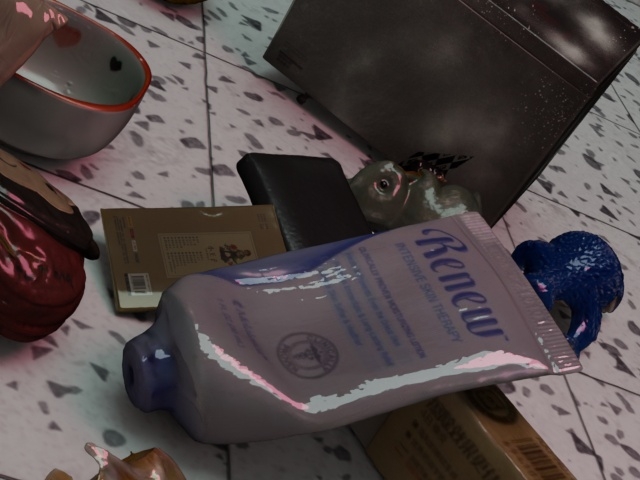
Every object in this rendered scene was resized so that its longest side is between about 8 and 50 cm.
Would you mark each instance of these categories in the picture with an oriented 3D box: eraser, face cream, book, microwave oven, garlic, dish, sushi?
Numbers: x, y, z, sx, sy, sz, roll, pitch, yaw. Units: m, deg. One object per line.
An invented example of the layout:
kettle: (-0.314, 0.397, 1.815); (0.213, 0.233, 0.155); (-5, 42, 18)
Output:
eraser: (0.154, 0.235, 1.326); (0.078, 0.144, 0.343); (0, 41, -43)
face cream: (0.017, 0.089, 1.305); (0.420, 0.137, 0.235); (-12, 45, -19)
book: (-0.131, 0.018, 1.446); (0.199, 0.016, 0.138); (-1, 52, -20)
microwave oven: (0.189, -0.280, 1.990); (0.432, 0.374, 0.236); (40, 37, 8)
garlic: (-0.161, 0.219, 1.090); (0.124, 0.099, 0.174); (46, 26, -3)
dish: (-0.329, -0.181, 1.560); (0.256, 0.117, 0.256); (24, 27, -13)
sushi: (0.139, -0.084, 1.896); (0.120, 0.126, 0.026); (1, 67, -43)

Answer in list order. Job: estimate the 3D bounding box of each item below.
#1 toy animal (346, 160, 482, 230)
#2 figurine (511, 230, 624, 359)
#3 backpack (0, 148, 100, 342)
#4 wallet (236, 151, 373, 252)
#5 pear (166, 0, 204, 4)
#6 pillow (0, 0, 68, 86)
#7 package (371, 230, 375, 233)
toy animal: (0.105, -0.048, 1.793); (0.236, 0.108, 0.138); (21, 29, -19)
figurine: (0.339, 0.052, 1.850); (0.164, 0.120, 0.262); (40, 30, 8)
backpack: (-0.312, 0.003, 1.258); (0.229, 0.139, 0.229); (42, 14, -13)
wallet: (0.000, 0.000, 1.555); (0.149, 0.044, 0.250); (0, 50, -33)
pear: (-0.214, -0.463, 2.090); (0.200, 0.200, 0.200); (24, 28, -14)
pillow: (-0.396, -0.172, 1.370); (0.173, 0.270, 0.067); (37, -15, -26)
package: (0.015, 0.064, 1.577); (0.204, 0.062, 0.251); (33, 40, 3)
